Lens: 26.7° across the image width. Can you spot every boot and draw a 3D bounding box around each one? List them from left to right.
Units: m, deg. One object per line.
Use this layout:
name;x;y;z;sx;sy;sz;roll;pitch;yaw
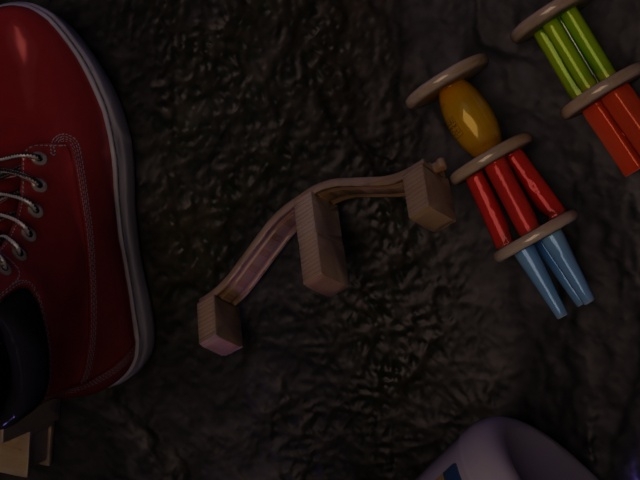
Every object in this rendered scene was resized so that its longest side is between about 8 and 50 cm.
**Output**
boot;-0.179;-0.022;0.771;0.088;0.176;0.244;-14;90;21

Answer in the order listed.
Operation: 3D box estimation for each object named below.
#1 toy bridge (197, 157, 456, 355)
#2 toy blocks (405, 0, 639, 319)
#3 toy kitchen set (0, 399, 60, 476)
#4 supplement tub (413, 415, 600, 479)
toy bridge;0.000;0.000;0.775;0.188;0.026;0.063;-32;48;32
toy blocks;0.133;-0.044;0.730;0.123;0.054;0.148;-31;86;19
toy kitchen set;-0.214;0.104;0.851;0.075;0.068;0.083;8;98;17
supplement tub;0.073;0.209;0.729;0.144;0.144;0.199;45;107;9
